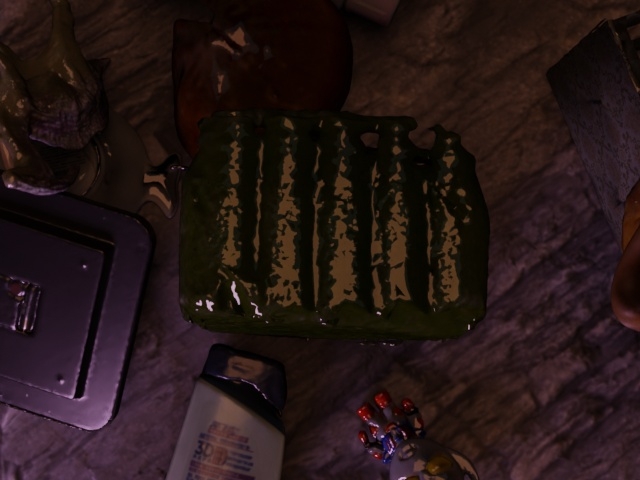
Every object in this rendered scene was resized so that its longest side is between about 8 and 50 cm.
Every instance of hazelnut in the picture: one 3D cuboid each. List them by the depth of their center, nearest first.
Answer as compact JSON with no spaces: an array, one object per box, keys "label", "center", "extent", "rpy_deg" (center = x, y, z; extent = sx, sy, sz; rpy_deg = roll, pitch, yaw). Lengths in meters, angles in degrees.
[{"label":"hazelnut","center":[-0.078,-0.195,1.089],"extent":[0.217,0.217,0.252],"rpy_deg":[24,95,-1]}]

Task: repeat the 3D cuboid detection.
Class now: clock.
[{"label":"clock","center":[-0.339,0.065,1.057],"extent":[0.273,0.049,0.279],"rpy_deg":[17,109,4]}]

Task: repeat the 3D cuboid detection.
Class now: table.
[{"label":"table","center":[0.483,-0.122,1.110],"extent":[0.272,0.222,0.335],"rpy_deg":[-21,86,-6]}]

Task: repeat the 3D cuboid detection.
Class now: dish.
[{"label":"dish","center":[-0.294,-0.084,1.125],"extent":[0.246,0.078,0.224],"rpy_deg":[5,82,-4]}]

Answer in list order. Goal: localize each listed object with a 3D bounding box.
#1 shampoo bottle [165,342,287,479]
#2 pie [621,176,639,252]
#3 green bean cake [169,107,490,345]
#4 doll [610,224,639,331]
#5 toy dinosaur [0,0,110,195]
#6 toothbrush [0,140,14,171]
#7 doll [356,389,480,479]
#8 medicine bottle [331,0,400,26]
[{"label":"shampoo bottle","center":[-0.120,0.308,1.096],"extent":[0.134,0.078,0.360],"rpy_deg":[17,83,-5]},{"label":"pie","center":[0.437,-0.011,0.951],"extent":[0.273,0.069,0.274],"rpy_deg":[0,96,-3]},{"label":"green bean cake","center":[0.000,0.000,1.021],"extent":[0.335,0.319,0.218],"rpy_deg":[5,81,-7]},{"label":"doll","center":[0.437,0.047,0.817],"extent":[0.339,0.209,0.318],"rpy_deg":[36,97,-8]},{"label":"toy dinosaur","center":[-0.309,-0.165,1.041],"extent":[0.162,0.077,0.294],"rpy_deg":[47,42,-26]},{"label":"toothbrush","center":[-0.317,0.018,1.082],"extent":[0.037,0.028,0.375],"rpy_deg":[-15,105,1]},{"label":"doll","center":[0.117,0.269,1.124],"extent":[0.104,0.062,0.195],"rpy_deg":[-30,76,-24]},{"label":"medicine bottle","center":[0.033,-0.351,1.148],"extent":[0.168,0.135,0.135],"rpy_deg":[23,83,-1]}]
